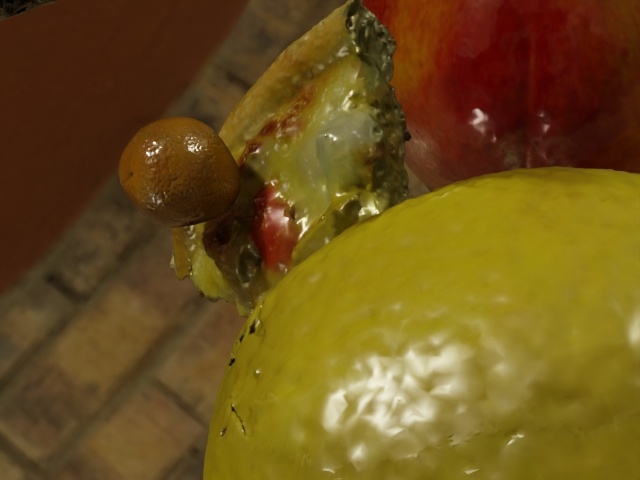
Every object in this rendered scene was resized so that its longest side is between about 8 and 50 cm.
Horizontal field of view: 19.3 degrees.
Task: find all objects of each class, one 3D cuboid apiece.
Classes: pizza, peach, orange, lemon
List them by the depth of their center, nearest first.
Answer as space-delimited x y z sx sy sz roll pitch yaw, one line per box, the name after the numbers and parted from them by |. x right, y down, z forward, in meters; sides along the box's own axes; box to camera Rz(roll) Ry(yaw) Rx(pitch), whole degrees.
0.083 0.095 0.692 0.267 0.267 0.267 -31 -41 -31 | lemon
0.000 0.000 1.237 0.075 0.287 0.280 10 -55 -35 | pizza
-0.092 -0.044 1.250 0.085 0.085 0.085 -31 -41 -31 | orange
0.204 -0.160 1.669 0.370 0.370 0.370 -31 -41 -31 | peach

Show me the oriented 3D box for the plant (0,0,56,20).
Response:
-0.116 -0.163 0.703 0.181 0.321 0.194 -40 -72 -46 | plant
